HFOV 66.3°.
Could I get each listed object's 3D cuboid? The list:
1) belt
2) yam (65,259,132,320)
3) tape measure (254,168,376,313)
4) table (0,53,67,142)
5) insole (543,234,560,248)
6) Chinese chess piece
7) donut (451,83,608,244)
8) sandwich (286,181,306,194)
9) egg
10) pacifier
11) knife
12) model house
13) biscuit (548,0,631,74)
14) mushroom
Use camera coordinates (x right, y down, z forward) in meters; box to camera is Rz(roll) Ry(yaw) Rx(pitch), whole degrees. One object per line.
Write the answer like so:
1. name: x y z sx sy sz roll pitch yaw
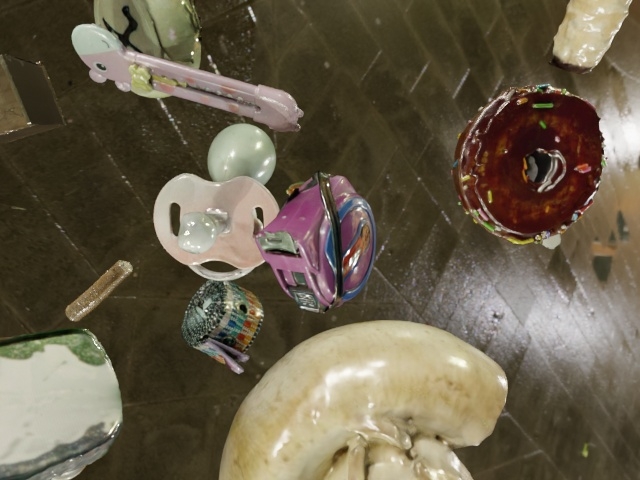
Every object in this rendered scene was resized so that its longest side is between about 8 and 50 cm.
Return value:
1. belt: -0.257 0.221 1.343 0.160 0.295 0.207 35 79 -27
2. yam: -0.353 0.081 0.783 0.145 0.032 0.032 -38 132 20
3. tape measure: 0.000 0.000 0.925 0.231 0.149 0.245 -56 138 -40
4. table: -0.749 -0.334 1.156 0.169 0.193 0.172 -17 104 0
5. insole: 0.490 -0.042 1.161 0.197 0.004 0.065 29 77 -9
6. Chinese chess piece: -0.319 -0.382 0.903 0.092 0.237 0.238 -32 115 -40
7. donut: 0.306 -0.112 0.737 0.235 0.089 0.235 -1 99 -8
8. sandwich: -0.071 -0.202 1.905 0.067 0.135 0.029 -59 141 -45
9. egg: -0.216 -0.218 1.342 0.264 0.182 0.183 -85 152 -59
10. pacifier: -0.261 -0.040 1.192 0.273 0.332 0.220 75 21 -66
11. knife: -0.222 -0.265 0.839 0.398 0.132 0.038 14 63 -4
12. model house: -0.436 0.277 0.642 0.271 0.190 0.301 -6 144 -45
13. biscuit: 0.264 -0.256 0.430 0.061 0.055 0.219 -19 134 -34
14. mushroom: 0.018 0.179 0.362 0.189 0.195 0.254 15 90 1
